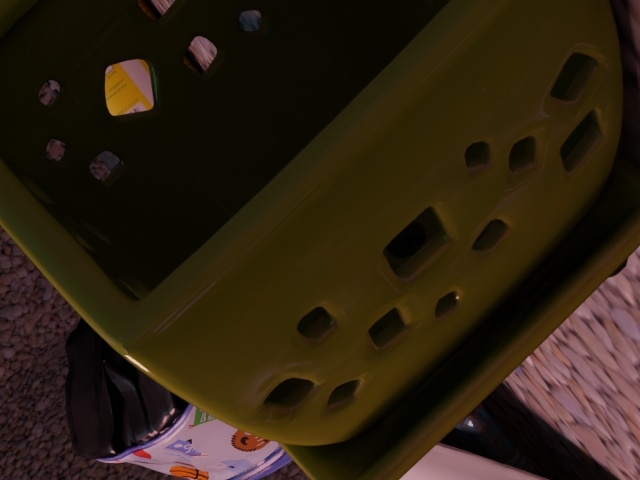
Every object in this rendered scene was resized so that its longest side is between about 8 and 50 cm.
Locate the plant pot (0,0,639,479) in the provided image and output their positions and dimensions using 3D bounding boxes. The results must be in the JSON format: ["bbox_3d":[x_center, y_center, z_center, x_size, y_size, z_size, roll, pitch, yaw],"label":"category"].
[{"bbox_3d":[0.000,-0.037,0.673,0.228,0.227,0.207,43,175,45],"label":"plant pot"}]

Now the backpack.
[{"bbox_3d":[-0.075,0.049,1.153,0.213,0.263,0.276,25,151,-22],"label":"backpack"}]

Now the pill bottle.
[{"bbox_3d":[-0.205,-0.183,1.554,0.215,0.117,0.117,53,172,-7],"label":"pill bottle"}]

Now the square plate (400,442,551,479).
[{"bbox_3d":[0.213,0.316,1.326,0.344,0.049,0.347,11,141,50],"label":"square plate"}]

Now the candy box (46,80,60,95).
[{"bbox_3d":[-0.226,-0.146,1.887,0.159,0.071,0.233,36,-176,-35],"label":"candy box"}]

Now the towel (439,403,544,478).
[{"bbox_3d":[0.182,0.291,1.447,0.370,0.040,0.271,51,152,-14],"label":"towel"}]
